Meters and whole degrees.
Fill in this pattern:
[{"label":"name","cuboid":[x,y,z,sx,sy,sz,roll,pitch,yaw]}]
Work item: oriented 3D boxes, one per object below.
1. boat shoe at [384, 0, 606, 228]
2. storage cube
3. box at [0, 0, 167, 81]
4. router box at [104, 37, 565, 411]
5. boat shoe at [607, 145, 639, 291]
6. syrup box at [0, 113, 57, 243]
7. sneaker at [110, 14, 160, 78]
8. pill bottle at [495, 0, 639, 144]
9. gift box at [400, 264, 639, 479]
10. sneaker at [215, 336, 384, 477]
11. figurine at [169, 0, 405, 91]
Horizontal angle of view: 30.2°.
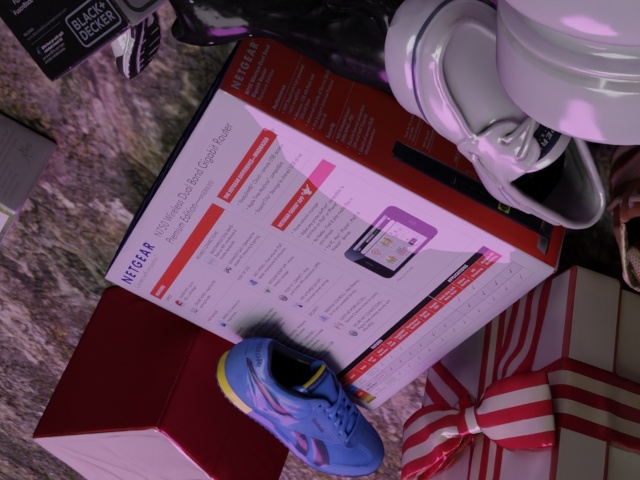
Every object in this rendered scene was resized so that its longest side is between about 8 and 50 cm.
[{"label":"boat shoe","cuboid":[0.135,-0.086,0.813,0.084,0.095,0.258,35,-179,39]},{"label":"storage cube","cuboid":[-0.146,0.167,1.245,0.215,0.193,0.184,-10,135,37]},{"label":"box","cuboid":[-0.164,-0.255,0.647,0.087,0.169,0.290,-21,112,45]},{"label":"router box","cuboid":[0.000,0.000,1.044,0.301,0.082,0.335,28,144,-11]},{"label":"boat shoe","cuboid":[0.244,-0.014,0.803,0.122,0.120,0.324,21,169,14]},{"label":"syrup box","cuboid":[-0.378,-0.093,1.094,0.236,0.096,0.093,30,142,-13]},{"label":"sneaker","cuboid":[-0.154,-0.174,0.933,0.043,0.040,0.109,29,144,16]},{"label":"pill bottle","cuboid":[0.151,-0.193,0.545,0.160,0.160,0.283,9,139,15]},{"label":"gift box","cuboid":[0.222,0.168,1.023,0.258,0.276,0.255,18,149,-17]},{"label":"sneaker","cuboid":[-0.002,0.161,1.129,0.209,0.069,0.082,40,138,-26]},{"label":"figurine","cuboid":[-0.036,-0.204,0.793,0.209,0.092,0.215,9,143,22]}]
